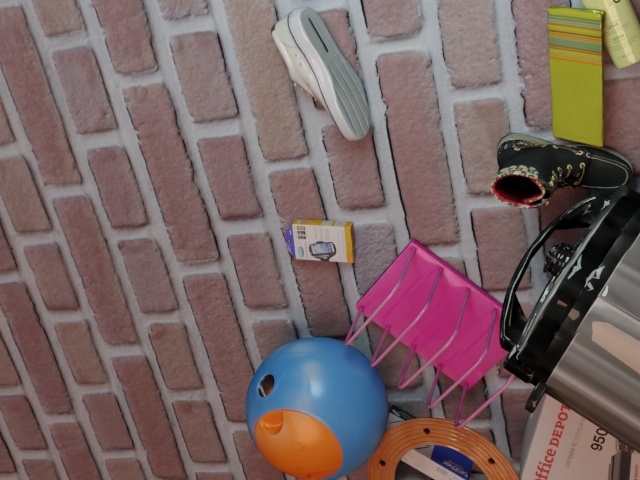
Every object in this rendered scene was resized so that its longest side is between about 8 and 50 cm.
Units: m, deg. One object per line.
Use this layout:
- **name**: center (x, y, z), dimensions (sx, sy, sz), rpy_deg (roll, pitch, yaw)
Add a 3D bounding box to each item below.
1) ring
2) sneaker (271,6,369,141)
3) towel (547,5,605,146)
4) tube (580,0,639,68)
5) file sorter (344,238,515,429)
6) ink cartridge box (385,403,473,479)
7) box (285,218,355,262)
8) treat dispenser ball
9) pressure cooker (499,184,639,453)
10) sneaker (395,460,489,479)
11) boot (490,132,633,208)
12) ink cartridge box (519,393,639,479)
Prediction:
- **ring**: center (0.254, 0.504, 1.968), dimensions (0.337, 0.032, 0.336), rpy_deg (11, 113, 26)
- **sneaker**: center (0.001, -0.292, 1.743), dimensions (0.091, 0.094, 0.258), rpy_deg (-14, 109, 44)
- **towel**: center (0.427, -0.272, 1.616), dimensions (0.102, 0.021, 0.237), rpy_deg (22, 134, 41)
- **tube**: center (0.449, -0.392, 1.552), dimensions (0.070, 0.062, 0.240), rpy_deg (-31, 103, -6)
- **file sorter**: center (0.219, 0.188, 1.867), dimensions (0.291, 0.182, 0.202), rpy_deg (36, 123, -4)
- **ink cartridge box**: center (0.222, 0.438, 2.052), dimensions (0.207, 0.097, 0.046), rpy_deg (30, 123, 0)
- **box**: center (0.000, 0.000, 1.927), dimensions (0.136, 0.028, 0.081), rpy_deg (5, 119, 18)
- **treat dispenser ball**: center (-0.007, 0.338, 1.959), dimensions (0.288, 0.288, 0.288), rpy_deg (8, 120, 14)
- **pressure cooker**: center (0.518, 0.128, 1.586), dimensions (0.420, 0.370, 0.375), rpy_deg (32, 130, 16)
- **sneaker**: center (0.283, 0.608, 2.107), dimensions (0.366, 0.137, 0.210), rpy_deg (15, 122, 16)
- **boot**: center (0.406, -0.103, 1.648), dimensions (0.237, 0.178, 0.085), rpy_deg (13, 121, 12)
- **ink cartridge box**: center (0.601, 0.386, 1.859), dimensions (0.395, 0.166, 0.285), rpy_deg (14, 122, 11)
